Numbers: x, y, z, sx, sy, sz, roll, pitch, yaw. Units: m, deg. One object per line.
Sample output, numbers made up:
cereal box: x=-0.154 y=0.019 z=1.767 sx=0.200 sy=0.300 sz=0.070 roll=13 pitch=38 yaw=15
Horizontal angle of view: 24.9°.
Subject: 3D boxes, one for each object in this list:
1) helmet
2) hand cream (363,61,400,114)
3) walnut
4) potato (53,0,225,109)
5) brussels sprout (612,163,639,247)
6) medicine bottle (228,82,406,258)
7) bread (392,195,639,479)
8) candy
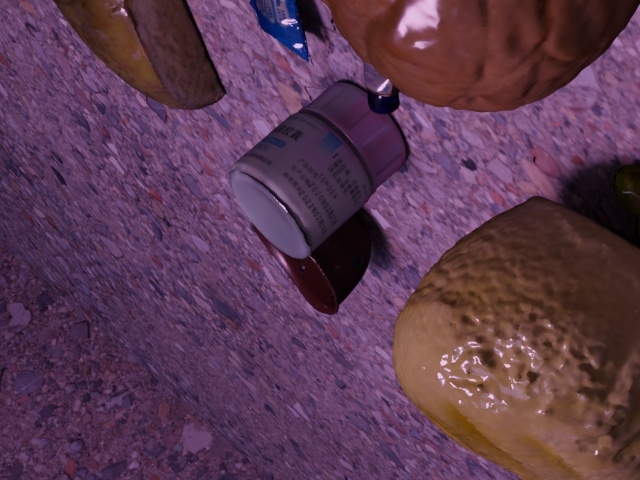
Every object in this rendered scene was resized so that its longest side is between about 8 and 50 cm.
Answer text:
helmet: x=0.000 y=0.000 z=1.865 sx=0.175 sy=0.106 sz=0.155 roll=33 pitch=154 yaw=42
hand cream: x=0.058 y=-0.198 z=1.473 sx=0.062 sy=0.039 sz=0.163 roll=37 pitch=152 yaw=34
walnut: x=0.101 y=-0.234 z=0.974 sx=0.277 sy=0.252 sz=0.313 roll=46 pitch=171 yaw=6
potato: x=-0.229 y=-0.259 z=1.864 sx=0.255 sy=0.112 sz=0.269 roll=54 pitch=162 yaw=-21
brussels sprout: x=0.289 y=-0.027 z=1.280 sx=0.083 sy=0.046 sz=0.051 roll=54 pitch=161 yaw=-16
medicine bottle: x=-0.002 y=-0.080 z=1.620 sx=0.135 sy=0.168 sz=0.135 roll=42 pitch=160 yaw=19
bread: x=0.225 y=0.114 z=1.350 sx=0.320 sy=0.237 sz=0.320 roll=36 pitch=178 yaw=1
candy: x=-0.052 y=-0.251 z=1.598 sx=0.136 sy=0.038 sz=0.088 roll=41 pitch=159 yaw=47
